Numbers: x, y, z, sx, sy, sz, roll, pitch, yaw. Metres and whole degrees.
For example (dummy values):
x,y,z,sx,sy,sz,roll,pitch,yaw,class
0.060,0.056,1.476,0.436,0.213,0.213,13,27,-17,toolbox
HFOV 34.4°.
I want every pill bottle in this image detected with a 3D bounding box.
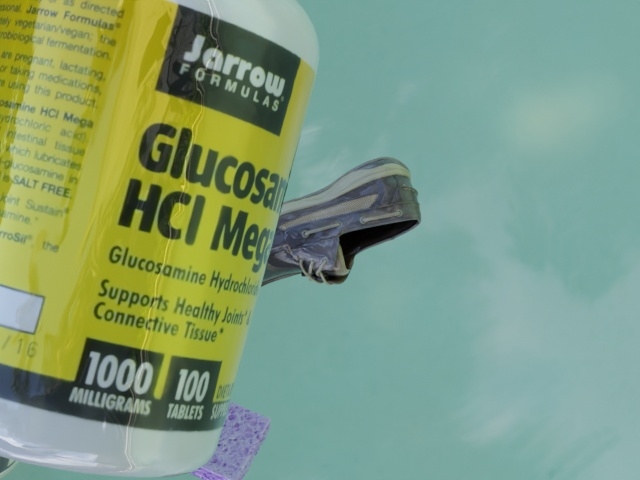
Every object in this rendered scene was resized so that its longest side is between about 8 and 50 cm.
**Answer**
x,y,z,sx,sy,sz,roll,pitch,yaw,class
-0.108,-0.054,0.579,0.188,0.188,0.334,13,88,43,pill bottle

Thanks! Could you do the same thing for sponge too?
x,y,z,sx,sy,sz,roll,pitch,yaw,class
-0.182,0.246,1.379,0.210,0.117,0.031,21,133,12,sponge

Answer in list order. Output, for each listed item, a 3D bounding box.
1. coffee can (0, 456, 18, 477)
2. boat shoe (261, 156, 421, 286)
x,y,z,sx,sy,sz,roll,pitch,yaw,class
-0.513,0.199,1.514,0.201,0.201,0.275,41,129,26,coffee can
0.000,0.000,1.656,0.355,0.132,0.130,-31,62,10,boat shoe
